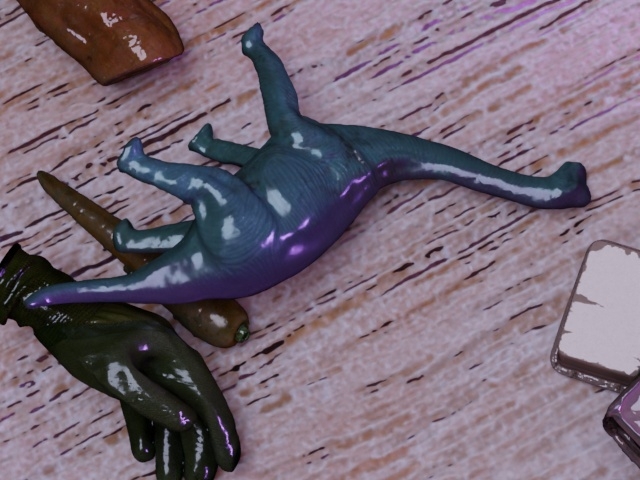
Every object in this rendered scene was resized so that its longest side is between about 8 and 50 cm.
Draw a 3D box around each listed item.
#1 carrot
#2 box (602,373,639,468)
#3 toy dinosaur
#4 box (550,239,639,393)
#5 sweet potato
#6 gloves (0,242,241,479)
[{"bbox_3d":[-0.160,0.013,1.742,0.254,0.049,0.049,38,87,18],"label":"carrot"},{"bbox_3d":[0.400,0.115,1.529,0.297,0.190,0.225,-44,78,-1],"label":"box"},{"bbox_3d":[0.000,0.000,1.653,0.331,0.129,0.383,31,65,15],"label":"toy dinosaur"},{"bbox_3d":[0.247,0.060,1.644,0.089,0.062,0.122,18,81,14],"label":"box"},{"bbox_3d":[-0.226,-0.220,1.781,0.252,0.097,0.097,39,87,20],"label":"sweet potato"},{"bbox_3d":[-0.171,0.103,1.683,0.268,0.135,0.107,44,91,0],"label":"gloves"}]
